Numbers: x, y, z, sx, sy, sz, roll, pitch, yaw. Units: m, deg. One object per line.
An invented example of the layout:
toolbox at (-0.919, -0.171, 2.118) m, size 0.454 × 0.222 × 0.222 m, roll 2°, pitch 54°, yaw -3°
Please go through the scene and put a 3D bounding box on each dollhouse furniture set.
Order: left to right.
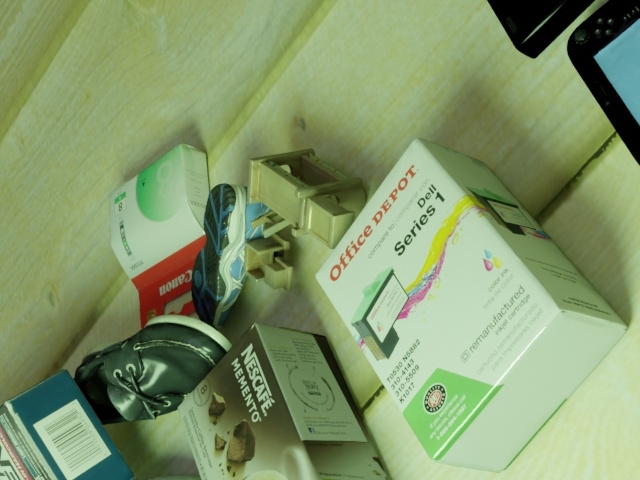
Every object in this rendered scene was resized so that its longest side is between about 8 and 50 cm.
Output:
dollhouse furniture set at (0.000, 0.000, 1.447) m, size 0.182 × 0.101 × 0.161 m, roll 36°, pitch 129°, yaw 47°

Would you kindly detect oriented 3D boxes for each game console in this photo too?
game console at (0.297, -0.225, 1.201) m, size 0.213 × 0.044 × 0.361 m, roll -46°, pitch 49°, yaw 29°

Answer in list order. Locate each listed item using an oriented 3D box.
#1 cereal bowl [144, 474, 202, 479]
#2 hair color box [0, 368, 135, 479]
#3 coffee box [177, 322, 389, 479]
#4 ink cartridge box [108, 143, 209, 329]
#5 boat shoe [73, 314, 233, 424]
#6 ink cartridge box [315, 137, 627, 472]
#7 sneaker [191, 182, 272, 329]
cereal bowl at (-0.217, 0.452, 1.478) m, size 0.339 × 0.141 × 0.339 m, roll -19°, pitch 63°, yaw 44°
hair color box at (-0.405, 0.322, 1.654) m, size 0.174 × 0.105 × 0.347 m, roll 57°, pitch 138°, yaw 4°
coffee box at (-0.032, 0.260, 1.349) m, size 0.168 × 0.119 × 0.297 m, roll -48°, pitch 48°, yaw 28°
ink cartridge box at (-0.223, 0.003, 1.694) m, size 0.181 × 0.056 × 0.225 m, roll -29°, pitch 56°, yaw 39°
boat shoe at (-0.234, 0.183, 1.565) m, size 0.340 × 0.127 × 0.113 m, roll -13°, pitch 33°, yaw 47°
ink cartridge box at (0.139, 0.060, 1.226) m, size 0.201 × 0.117 × 0.278 m, roll -54°, pitch 44°, yaw 21°
sneaker at (-0.109, 0.026, 1.548) m, size 0.080 × 0.081 × 0.211 m, roll 48°, pitch 131°, yaw 43°
